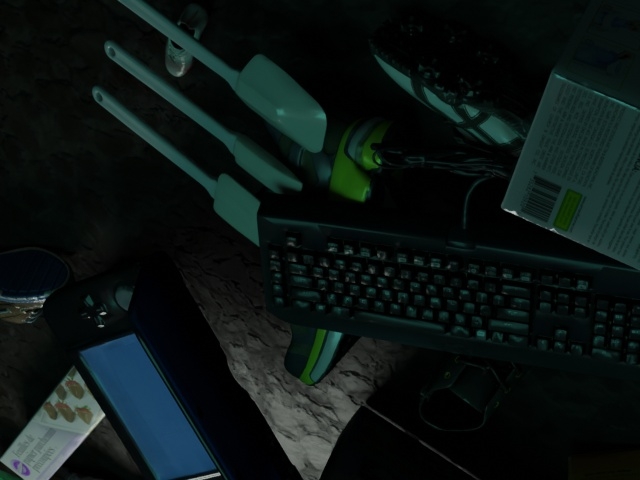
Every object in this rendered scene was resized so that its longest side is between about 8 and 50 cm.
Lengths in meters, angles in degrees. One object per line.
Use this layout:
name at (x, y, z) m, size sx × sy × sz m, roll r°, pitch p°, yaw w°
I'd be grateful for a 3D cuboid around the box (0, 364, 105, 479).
box at (-0.277, 0.188, 1.511) m, size 0.063 × 0.067 × 0.324 m, roll 39°, pitch 138°, yaw -5°

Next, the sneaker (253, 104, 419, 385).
sneaker at (0.000, 0.000, 1.138) m, size 0.121 × 0.111 × 0.300 m, roll 28°, pitch 133°, yaw 19°

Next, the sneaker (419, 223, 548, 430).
sneaker at (0.161, 0.073, 1.077) m, size 0.083 × 0.118 × 0.222 m, roll 33°, pitch 139°, yaw 1°

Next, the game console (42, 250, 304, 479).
game console at (-0.147, 0.178, 1.252) m, size 0.250 × 0.173 × 0.293 m, roll -19°, pitch 106°, yaw 34°

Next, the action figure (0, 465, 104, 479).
action figure at (-0.316, 0.328, 1.672) m, size 0.232 × 0.063 × 0.137 m, roll -6°, pitch 124°, yaw 28°

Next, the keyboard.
keyboard at (0.105, 0.009, 0.993) m, size 0.317 × 0.033 × 0.201 m, roll 8°, pitch 125°, yaw 14°

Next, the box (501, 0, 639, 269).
box at (0.202, -0.097, 0.823) m, size 0.103 × 0.203 × 0.114 m, roll 24°, pitch 136°, yaw 10°

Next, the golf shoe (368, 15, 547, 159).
golf shoe at (0.117, -0.090, 0.982) m, size 0.198 × 0.077 × 0.094 m, roll 29°, pitch 139°, yaw 7°

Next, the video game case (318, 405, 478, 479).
video game case at (0.113, 0.291, 1.224) m, size 0.269 × 0.244 × 0.061 m, roll 33°, pitch 111°, yaw 1°

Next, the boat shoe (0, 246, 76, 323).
boat shoe at (-0.321, 0.050, 1.416) m, size 0.183 × 0.066 × 0.066 m, roll 2°, pitch 142°, yaw 35°

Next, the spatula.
spatula at (-0.097, -0.106, 1.078) m, size 0.242 × 0.019 × 0.168 m, roll 39°, pitch 141°, yaw 23°

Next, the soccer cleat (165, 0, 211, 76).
soccer cleat at (-0.114, -0.160, 1.093) m, size 0.029 × 0.035 × 0.083 m, roll 34°, pitch 139°, yaw -1°

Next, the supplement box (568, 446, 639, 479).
supplement box at (0.247, 0.286, 1.131) m, size 0.080 × 0.233 × 0.078 m, roll -10°, pitch 124°, yaw 18°
